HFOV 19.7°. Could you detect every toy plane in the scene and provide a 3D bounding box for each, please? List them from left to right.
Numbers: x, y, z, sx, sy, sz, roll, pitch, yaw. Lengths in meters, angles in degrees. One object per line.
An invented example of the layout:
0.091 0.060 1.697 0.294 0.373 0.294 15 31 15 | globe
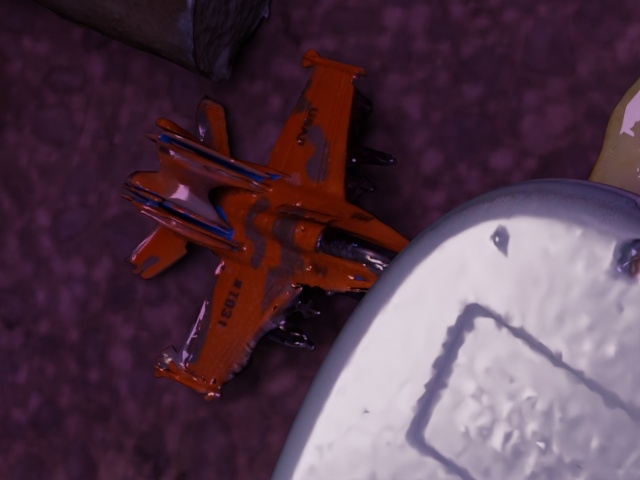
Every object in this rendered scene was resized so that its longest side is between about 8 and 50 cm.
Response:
0.006 0.003 0.651 0.188 0.062 0.135 20 85 32 | toy plane

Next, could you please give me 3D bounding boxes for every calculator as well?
0.052 0.120 0.577 0.184 0.042 0.295 35 118 31 | calculator

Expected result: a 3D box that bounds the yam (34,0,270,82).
-0.132 -0.152 0.705 0.259 0.106 0.106 24 90 17 | yam

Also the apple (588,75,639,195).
0.209 0.022 0.551 0.265 0.120 0.193 21 91 34 | apple
